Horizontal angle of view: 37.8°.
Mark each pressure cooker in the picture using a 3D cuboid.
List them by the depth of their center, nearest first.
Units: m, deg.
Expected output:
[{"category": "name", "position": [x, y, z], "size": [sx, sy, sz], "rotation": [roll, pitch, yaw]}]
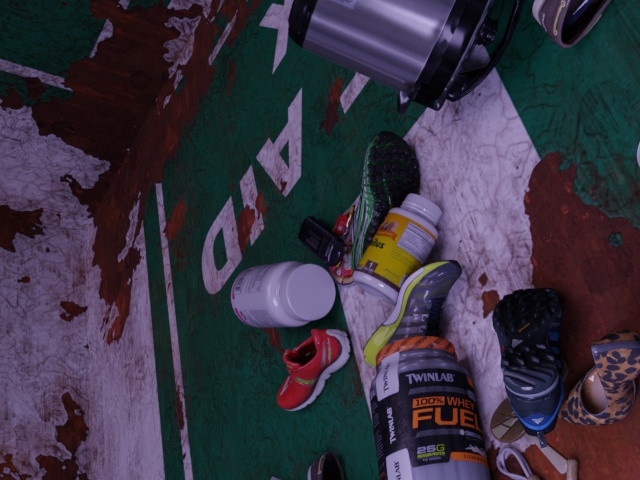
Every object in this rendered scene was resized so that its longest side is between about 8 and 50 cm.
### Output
[{"category": "pressure cooker", "position": [0.182, -0.477, 1.855], "size": [0.370, 0.420, 0.376], "rotation": [114, 178, -61]}]

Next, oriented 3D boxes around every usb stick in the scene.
[{"category": "usb stick", "position": [0.000, 0.000, 2.264], "size": [0.278, 0.045, 0.077], "rotation": [-140, 70, -71]}]

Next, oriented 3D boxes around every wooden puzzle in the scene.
[{"category": "wooden puzzle", "position": [0.067, -0.043, 2.136], "size": [0.116, 0.014, 0.079], "rotation": [66, -139, -89]}]

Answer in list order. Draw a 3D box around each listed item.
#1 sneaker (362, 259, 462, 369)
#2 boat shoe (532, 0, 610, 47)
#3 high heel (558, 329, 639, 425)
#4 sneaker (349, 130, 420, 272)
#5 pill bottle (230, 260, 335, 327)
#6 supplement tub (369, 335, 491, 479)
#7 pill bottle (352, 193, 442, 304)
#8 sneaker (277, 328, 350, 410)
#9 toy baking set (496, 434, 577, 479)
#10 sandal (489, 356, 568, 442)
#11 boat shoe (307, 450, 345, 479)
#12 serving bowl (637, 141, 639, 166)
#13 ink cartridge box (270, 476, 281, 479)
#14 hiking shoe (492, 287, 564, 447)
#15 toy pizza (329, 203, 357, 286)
[{"category": "sneaker", "position": [0.203, 0.167, 1.848], "size": [0.121, 0.111, 0.300], "rotation": [49, 123, 37]}, {"category": "boat shoe", "position": [0.487, -0.480, 1.603], "size": [0.324, 0.116, 0.097], "rotation": [-57, 39, 38]}, {"category": "high heel", "position": [0.396, 0.205, 1.380], "size": [0.261, 0.186, 0.093], "rotation": [-43, 44, 45]}, {"category": "sneaker", "position": [0.118, -0.075, 2.049], "size": [0.146, 0.134, 0.344], "rotation": [-7, 72, 61]}, {"category": "pill bottle", "position": [-0.092, 0.133, 2.298], "size": [0.283, 0.160, 0.160], "rotation": [-10, 69, 59]}, {"category": "supplement tub", "position": [0.191, 0.344, 1.674], "size": [0.193, 0.193, 0.316], "rotation": [-44, 43, 44]}, {"category": "pill bottle", "position": [0.163, 0.015, 1.912], "size": [0.215, 0.117, 0.117], "rotation": [-59, 27, -12]}, {"category": "sneaker", "position": [-0.043, 0.292, 2.184], "size": [0.279, 0.118, 0.107], "rotation": [-55, 35, 33]}, {"category": "toy baking set", "position": [0.350, 0.418, 1.529], "size": [0.196, 0.030, 0.256], "rotation": [-11, 69, 59]}, {"category": "sandal", "position": [0.358, 0.272, 1.569], "size": [0.180, 0.049, 0.072], "rotation": [-53, 38, 11]}, {"category": "boat shoe", "position": [0.022, 0.556, 1.992], "size": [0.069, 0.081, 0.228], "rotation": [-59, 30, 35]}, {"category": "serving bowl", "position": [0.534, -0.140, 1.454], "size": [0.083, 0.027, 0.083], "rotation": [-33, 50, 50]}, {"category": "ink cartridge box", "position": [-0.100, 0.617, 2.105], "size": [0.143, 0.092, 0.090], "rotation": [-51, -15, -75]}, {"category": "hiking shoe", "position": [0.336, 0.188, 1.513], "size": [0.304, 0.113, 0.132], "rotation": [-63, -35, -57]}, {"category": "toy pizza", "position": [0.066, 0.010, 2.206], "size": [0.201, 0.032, 0.201], "rotation": [-34, 49, 51]}]
